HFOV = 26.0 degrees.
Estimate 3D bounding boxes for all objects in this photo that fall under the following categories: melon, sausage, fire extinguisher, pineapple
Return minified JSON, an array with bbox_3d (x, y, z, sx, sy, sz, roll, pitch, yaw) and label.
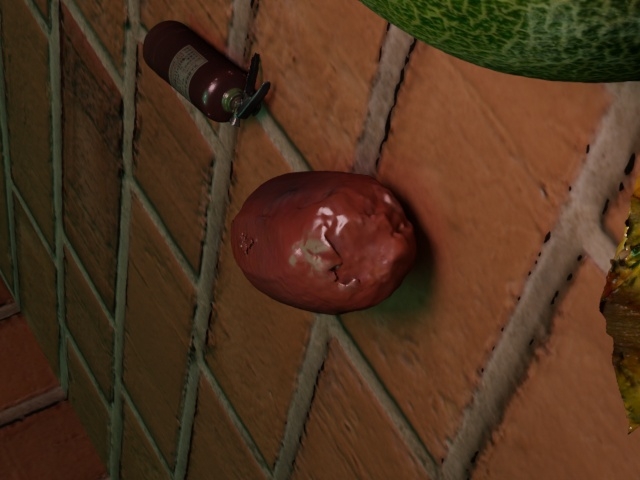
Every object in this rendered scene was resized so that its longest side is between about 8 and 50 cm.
[{"bbox_3d":[0.131,-0.213,0.928,0.343,0.226,0.331,50,-170,36],"label":"melon"},{"bbox_3d":[0.000,0.000,1.451,0.279,0.152,0.152,8,118,67],"label":"sausage"},{"bbox_3d":[-0.131,-0.205,1.662,0.231,0.071,0.099,40,117,46],"label":"fire extinguisher"},{"bbox_3d":[0.283,0.015,0.942,0.164,0.140,0.250,0,136,22],"label":"pineapple"}]
